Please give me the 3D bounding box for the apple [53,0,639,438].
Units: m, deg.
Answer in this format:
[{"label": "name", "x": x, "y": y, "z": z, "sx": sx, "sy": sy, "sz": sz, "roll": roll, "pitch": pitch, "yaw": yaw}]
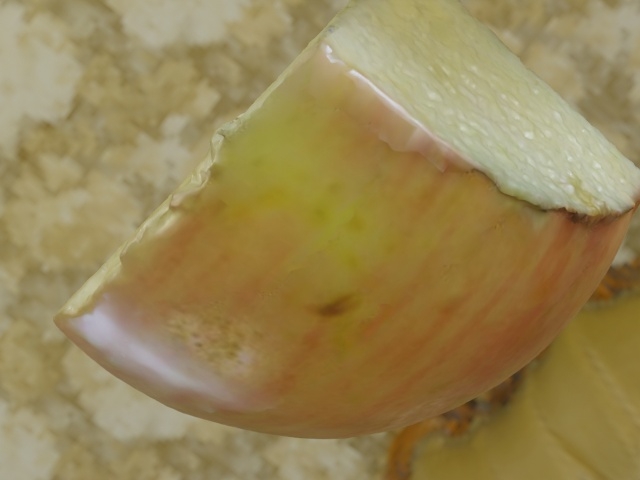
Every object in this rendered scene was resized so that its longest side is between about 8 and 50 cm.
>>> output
[{"label": "apple", "x": 0.000, "y": 0.000, "z": 1.142, "sx": 0.309, "sy": 0.314, "sz": 0.252, "roll": -48, "pitch": 46, "yaw": 27}]
